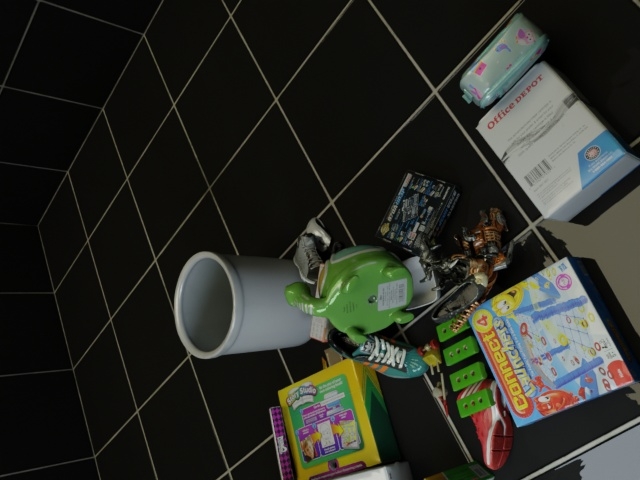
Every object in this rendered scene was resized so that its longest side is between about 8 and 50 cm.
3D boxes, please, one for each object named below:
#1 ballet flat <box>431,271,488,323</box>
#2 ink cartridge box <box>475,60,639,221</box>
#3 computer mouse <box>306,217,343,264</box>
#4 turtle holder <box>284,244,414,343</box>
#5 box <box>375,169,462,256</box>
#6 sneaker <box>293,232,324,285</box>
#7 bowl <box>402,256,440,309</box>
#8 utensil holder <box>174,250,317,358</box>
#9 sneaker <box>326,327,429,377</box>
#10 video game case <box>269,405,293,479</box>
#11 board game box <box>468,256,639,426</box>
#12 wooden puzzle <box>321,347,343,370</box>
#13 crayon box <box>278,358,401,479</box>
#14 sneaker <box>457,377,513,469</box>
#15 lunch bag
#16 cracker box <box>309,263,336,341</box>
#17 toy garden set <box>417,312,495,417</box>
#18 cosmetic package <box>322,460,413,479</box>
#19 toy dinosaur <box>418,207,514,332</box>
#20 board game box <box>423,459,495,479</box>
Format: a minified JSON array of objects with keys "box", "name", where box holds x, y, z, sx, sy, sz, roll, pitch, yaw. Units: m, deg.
[{"box":[0.341,0.143,1.487,0.173,0.049,0.057,-46,71,14],"name":"ballet flat"},{"box":[0.556,-0.232,1.452,0.223,0.129,0.308,-47,57,32],"name":"ink cartridge box"},{"box":[0.000,0.000,2.038,0.193,0.042,0.106,53,123,33],"name":"computer mouse"},{"box":[0.089,0.143,1.706,0.320,0.243,0.227,-37,33,0],"name":"turtle holder"},{"box":[0.276,-0.075,1.734,0.175,0.051,0.220,26,90,43],"name":"box"},{"box":[-0.034,0.048,1.963,0.228,0.086,0.132,-136,43,-57],"name":"sneaker"},{"box":[0.280,0.120,1.747,0.142,0.053,0.142,-23,72,41],"name":"bowl"},{"box":[-0.230,0.207,2.008,0.327,0.385,0.328,-4,84,43],"name":"utensil holder"},{"box":[0.156,0.318,1.740,0.302,0.121,0.108,12,77,19],"name":"sneaker"},{"box":[-0.131,0.672,2.029,0.210,0.041,0.232,105,154,-72],"name":"video game case"},{"box":[0.544,0.243,1.456,0.302,0.086,0.308,-39,61,35],"name":"board game box"},{"box":[0.047,0.381,1.983,0.116,0.014,0.079,-26,74,40],"name":"wooden puzzle"},{"box":[0.046,0.564,1.903,0.363,0.106,0.313,-33,61,38],"name":"crayon box"},{"box":[0.420,0.465,1.577,0.128,0.087,0.221,-7,70,52],"name":"sneaker"},{"box":[0.438,-0.421,1.485,0.108,0.279,0.224,43,108,5],"name":"lunch bag"},{"box":[0.057,0.190,1.889,0.067,0.155,0.232,13,95,45],"name":"cracker box"},{"box":[0.356,0.340,1.604,0.204,0.049,0.244,-43,49,46],"name":"toy garden set"},{"box":[0.075,0.743,1.728,0.365,0.197,0.155,-23,66,24],"name":"cosmetic package"},{"box":[0.375,0.064,1.566,0.218,0.164,0.322,4,48,39],"name":"toy dinosaur"},{"box":[0.291,0.724,1.557,0.064,0.242,0.317,37,112,41],"name":"board game box"}]
